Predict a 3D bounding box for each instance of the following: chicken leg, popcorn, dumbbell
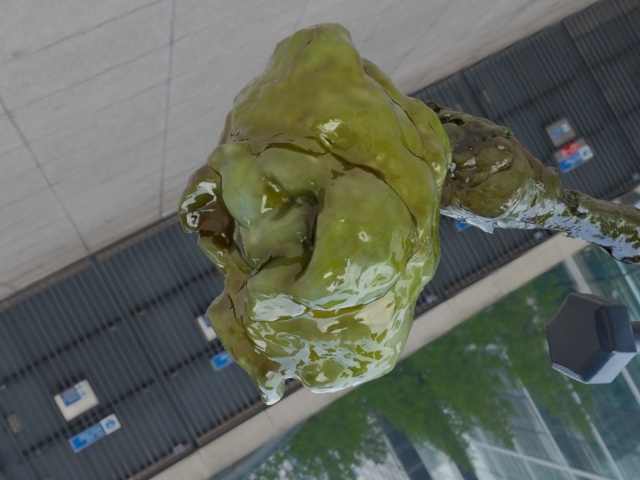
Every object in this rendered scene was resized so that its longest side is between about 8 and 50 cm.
[{"bbox_3d":[0.320,-0.066,1.082,0.201,0.429,0.152,-94,-154,-71],"label":"chicken leg"},{"bbox_3d":[0.011,-0.007,0.723,0.293,0.292,0.334,-30,144,-10],"label":"popcorn"},{"bbox_3d":[0.562,0.172,1.303,0.325,0.144,0.160,3,131,-28],"label":"dumbbell"}]
